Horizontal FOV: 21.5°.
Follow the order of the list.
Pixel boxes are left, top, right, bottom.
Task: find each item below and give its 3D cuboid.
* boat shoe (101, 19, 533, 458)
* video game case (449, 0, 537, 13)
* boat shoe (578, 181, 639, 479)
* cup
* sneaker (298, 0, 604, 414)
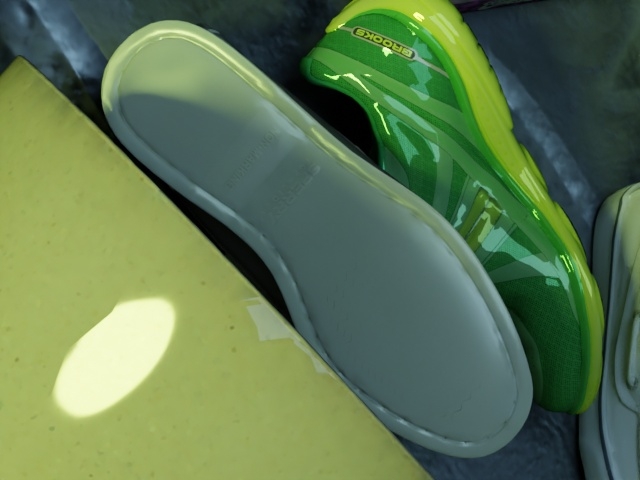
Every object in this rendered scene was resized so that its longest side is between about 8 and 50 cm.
[{"bbox_3d":[0.003,-0.003,0.958,0.109,0.091,0.305,-45,89,3],"label":"boat shoe"},{"bbox_3d":[0.104,-0.261,1.136,0.232,0.042,0.210,-12,87,-32],"label":"video game case"},{"bbox_3d":[0.228,0.082,1.108,0.095,0.084,0.258,4,77,-30],"label":"boat shoe"},{"bbox_3d":[-0.114,0.112,0.802,0.237,0.331,0.331,-43,103,-5],"label":"cup"},{"bbox_3d":[0.081,-0.016,1.051,0.123,0.109,0.296,-30,101,-3],"label":"sneaker"}]
